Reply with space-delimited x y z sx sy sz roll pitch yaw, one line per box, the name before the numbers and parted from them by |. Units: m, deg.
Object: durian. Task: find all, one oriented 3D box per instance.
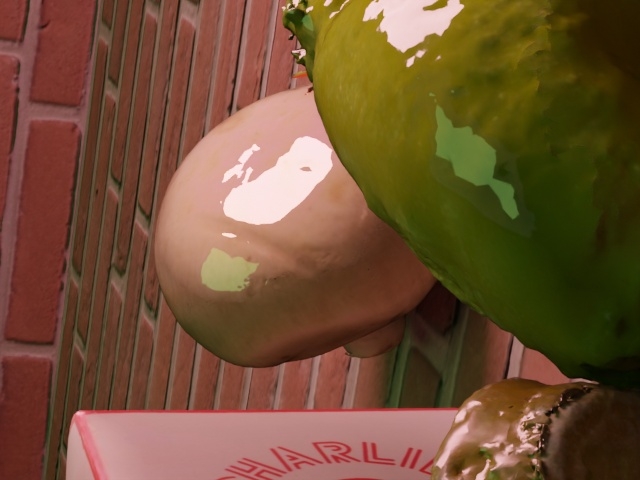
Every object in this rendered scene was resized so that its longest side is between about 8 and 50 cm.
durian | 0.123 -0.058 1.046 0.256 0.204 0.339 59 174 -23

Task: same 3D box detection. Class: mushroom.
mushroom | 0.000 0.000 1.410 0.202 0.246 0.246 54 -178 -29

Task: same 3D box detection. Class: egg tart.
egg tart | 0.145 0.143 0.934 0.078 0.197 0.197 125 145 -44

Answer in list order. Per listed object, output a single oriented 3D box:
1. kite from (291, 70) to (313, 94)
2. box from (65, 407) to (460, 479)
kite | 0.049 -0.140 1.414 0.159 0.190 0.010 -7 106 31
box | 0.016 0.294 1.102 0.312 0.314 0.300 -128 42 -64
